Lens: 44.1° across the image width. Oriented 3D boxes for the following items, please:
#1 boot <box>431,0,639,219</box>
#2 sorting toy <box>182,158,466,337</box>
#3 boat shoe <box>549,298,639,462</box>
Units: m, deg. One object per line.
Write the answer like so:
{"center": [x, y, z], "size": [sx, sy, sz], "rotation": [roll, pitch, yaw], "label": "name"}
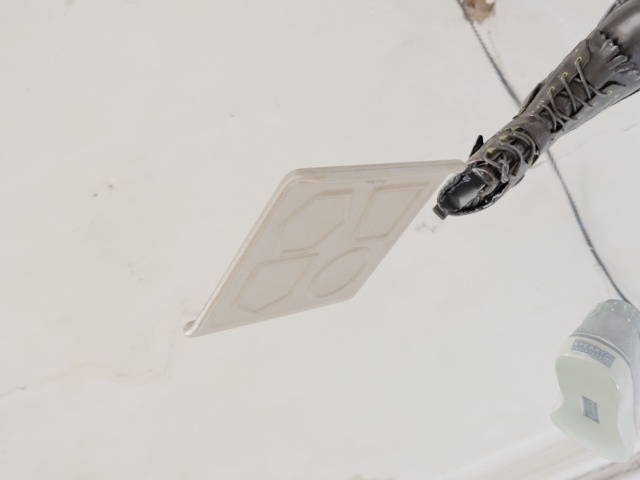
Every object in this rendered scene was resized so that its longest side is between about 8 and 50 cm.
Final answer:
{"center": [0.238, -0.124, 0.799], "size": [0.091, 0.263, 0.229], "rotation": [47, -120, 4], "label": "boot"}
{"center": [0.000, 0.000, 0.653], "size": [0.208, 0.193, 0.038], "rotation": [-50, -118, 36], "label": "sorting toy"}
{"center": [0.256, 0.127, 0.698], "size": [0.079, 0.227, 0.081], "rotation": [28, -111, 31], "label": "boat shoe"}
